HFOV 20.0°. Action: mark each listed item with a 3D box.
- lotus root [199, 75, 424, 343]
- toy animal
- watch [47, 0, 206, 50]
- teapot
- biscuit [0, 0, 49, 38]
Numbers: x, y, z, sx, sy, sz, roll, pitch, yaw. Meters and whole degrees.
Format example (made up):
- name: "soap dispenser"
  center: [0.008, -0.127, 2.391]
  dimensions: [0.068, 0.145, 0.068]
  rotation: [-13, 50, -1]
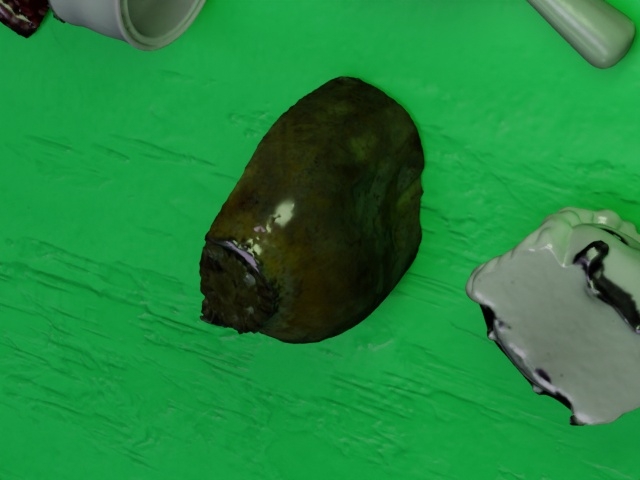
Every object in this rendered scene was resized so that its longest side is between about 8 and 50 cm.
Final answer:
- name: "lotus root"
  center: [-0.005, -0.006, 1.932]
  dimensions: [0.149, 0.260, 0.267]
  rotation: [20, 120, 24]
- name: "toy animal"
  center: [0.270, 0.065, 1.851]
  dimensions: [0.208, 0.156, 0.204]
  rotation: [48, 126, -3]
- name: "watch"
  center: [-0.201, -0.341, 1.977]
  dimensions: [0.211, 0.248, 0.217]
  rotation: [21, 147, 23]
- name: "teapot"
  center: [0.159, -0.295, 1.751]
  dimensions: [0.318, 0.149, 0.220]
  rotation: [17, 163, 14]
- name: "biscuit"
  center: [-0.346, -0.347, 2.132]
  dimensions: [0.151, 0.063, 0.235]
  rotation: [56, 136, 1]
